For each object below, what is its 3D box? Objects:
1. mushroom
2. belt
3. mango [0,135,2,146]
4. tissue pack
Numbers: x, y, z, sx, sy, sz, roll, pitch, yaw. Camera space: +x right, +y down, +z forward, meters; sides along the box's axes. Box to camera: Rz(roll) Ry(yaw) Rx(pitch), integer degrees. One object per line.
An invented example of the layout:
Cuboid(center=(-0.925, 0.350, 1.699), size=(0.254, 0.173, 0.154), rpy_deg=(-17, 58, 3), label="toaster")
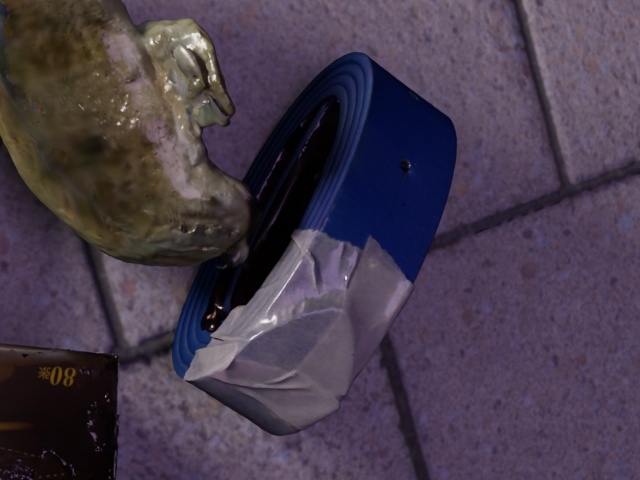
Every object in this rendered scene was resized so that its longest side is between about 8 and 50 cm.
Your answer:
Cuboid(center=(-0.180, -0.123, 1.321), size=(0.130, 0.248, 0.344), rpy_deg=(-35, 115, -37), label="mushroom")
Cuboid(center=(0.000, 0.000, 1.441), size=(0.117, 0.212, 0.346), rpy_deg=(36, 68, -25), label="belt")
Cuboid(center=(-0.389, -0.036, 1.280), size=(0.317, 0.119, 0.176), rpy_deg=(-37, 91, -37), label="mango")
Cuboid(center=(-0.350, 0.176, 1.247), size=(0.370, 0.198, 0.209), rpy_deg=(7, 76, -29), label="tissue pack")
